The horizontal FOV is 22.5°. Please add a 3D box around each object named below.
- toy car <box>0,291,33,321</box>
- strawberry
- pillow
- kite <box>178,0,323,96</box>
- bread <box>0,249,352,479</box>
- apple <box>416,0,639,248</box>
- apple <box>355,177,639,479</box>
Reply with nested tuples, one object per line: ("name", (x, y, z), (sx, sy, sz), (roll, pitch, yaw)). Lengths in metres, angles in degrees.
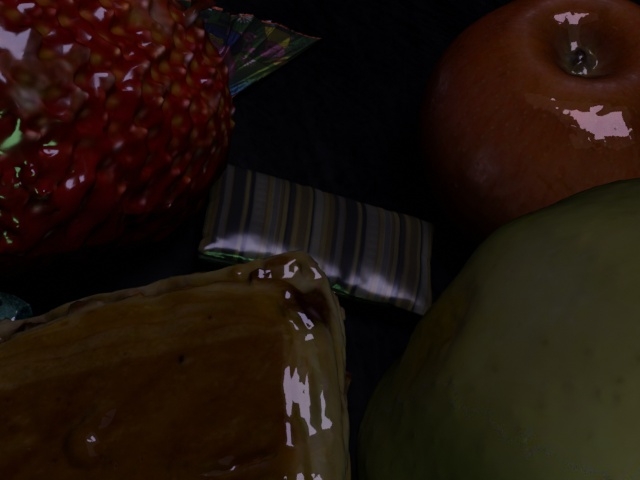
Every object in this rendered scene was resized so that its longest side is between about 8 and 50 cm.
("toy car", (-0.285, 0.095, 1.132), (0.186, 0.058, 0.093), (-19, 65, -16))
("strawberry", (-0.209, -0.122, 1.192), (0.343, 0.292, 0.292), (-18, 62, -34))
("pillow", (0.000, 0.000, 1.342), (0.203, 0.038, 0.113), (16, 46, -11))
("kite", (-0.148, -0.172, 1.436), (0.321, 0.016, 0.234), (10, 52, -14))
("bread", (-0.100, 0.188, 1.021), (0.277, 0.167, 0.325), (-13, 57, 11))
("apple", (0.210, -0.096, 1.396), (0.251, 0.206, 0.272), (30, 49, 6))
("apple", (0.263, 0.170, 1.060), (0.473, 0.474, 0.474), (11, 50, -14))
